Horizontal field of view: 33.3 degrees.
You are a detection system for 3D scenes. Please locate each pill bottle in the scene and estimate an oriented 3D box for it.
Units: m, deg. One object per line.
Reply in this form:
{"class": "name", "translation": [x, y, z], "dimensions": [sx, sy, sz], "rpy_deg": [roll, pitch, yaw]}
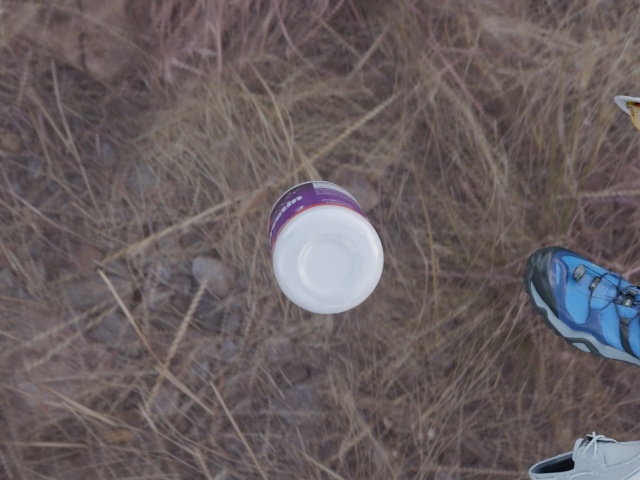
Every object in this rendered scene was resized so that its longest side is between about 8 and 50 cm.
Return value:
{"class": "pill bottle", "translation": [0.000, 0.000, 1.863], "dimensions": [0.181, 0.323, 0.182], "rpy_deg": [-1, 104, -5]}

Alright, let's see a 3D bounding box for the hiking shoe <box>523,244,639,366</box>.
{"class": "hiking shoe", "translation": [0.377, 0.088, 1.215], "dimensions": [0.304, 0.132, 0.113], "rpy_deg": [34, 52, -1]}

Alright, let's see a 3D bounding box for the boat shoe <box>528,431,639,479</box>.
{"class": "boat shoe", "translation": [0.381, 0.315, 1.499], "dimensions": [0.081, 0.227, 0.079], "rpy_deg": [53, 44, 0]}

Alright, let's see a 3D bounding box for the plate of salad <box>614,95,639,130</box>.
{"class": "plate of salad", "translation": [0.455, -0.126, 1.342], "dimensions": [0.199, 0.200, 0.048], "rpy_deg": [28, 94, 11]}
